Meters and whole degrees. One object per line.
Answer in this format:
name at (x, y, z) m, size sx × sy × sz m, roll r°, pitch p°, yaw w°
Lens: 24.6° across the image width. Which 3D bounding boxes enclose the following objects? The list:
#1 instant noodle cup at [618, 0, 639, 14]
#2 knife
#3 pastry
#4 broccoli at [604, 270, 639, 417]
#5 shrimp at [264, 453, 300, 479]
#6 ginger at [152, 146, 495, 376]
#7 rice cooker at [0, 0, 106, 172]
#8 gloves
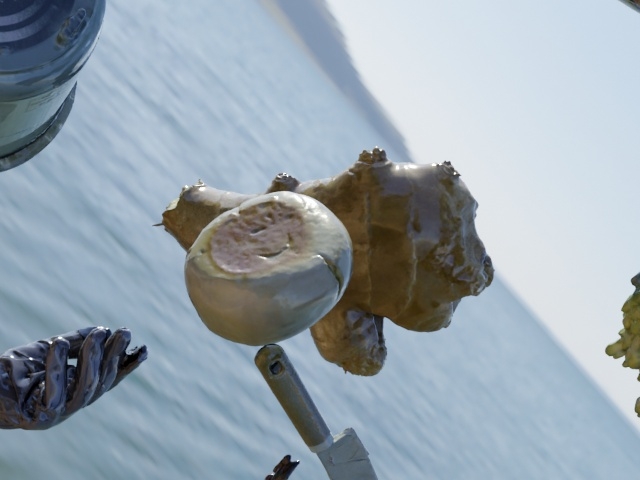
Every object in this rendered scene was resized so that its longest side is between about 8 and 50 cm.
instant noodle cup at (0.414, -0.279, 1.286) m, size 0.254 × 0.325 × 0.325 m, roll 26°, pitch 2°, yaw 7°
knife at (0.013, 0.182, 1.304) m, size 0.017 × 0.047 × 0.298 m, roll 45°, pitch -13°, yaw 46°
pastry at (-0.043, 0.028, 1.307) m, size 0.156 × 0.156 × 0.092 m, roll 54°, pitch -9°, yaw 52°
broccoli at (0.382, 0.106, 1.340) m, size 0.247 × 0.243 × 0.263 m, roll 8°, pitch 43°, yaw -10°
shrimp at (-0.083, 0.378, 1.733) m, size 0.117 × 0.262 × 0.066 m, roll 37°, pitch -2°, yaw -14°
ginger at (0.007, 0.021, 1.636) m, size 0.375 × 0.166 × 0.236 m, roll -3°, pitch -60°, yaw 39°
rice cooker at (-0.359, -0.218, 1.498) m, size 0.264 × 0.316 × 0.316 m, roll 33°, pitch 7°, yaw -9°
gloves at (-0.341, 0.164, 1.766) m, size 0.142 × 0.285 × 0.119 m, roll -89°, pitch 157°, yaw -56°
